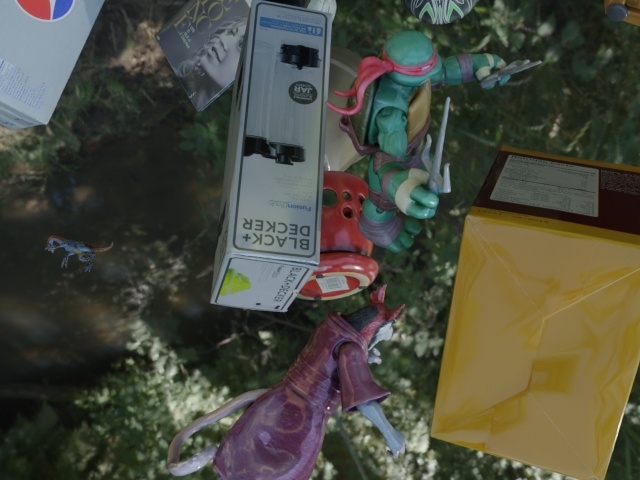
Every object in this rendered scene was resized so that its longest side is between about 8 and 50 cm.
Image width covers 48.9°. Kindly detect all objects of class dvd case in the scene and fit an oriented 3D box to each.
[{"bbox_3d":[-0.182,-0.355,1.229,0.221,0.164,0.018,-33,175,30],"label":"dvd case"}]

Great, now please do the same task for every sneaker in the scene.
[{"bbox_3d":[-0.009,-0.565,1.572,0.212,0.094,0.080,104,11,-57],"label":"sneaker"}]

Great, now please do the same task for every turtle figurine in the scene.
[{"bbox_3d":[0.075,-0.091,0.551,0.175,0.118,0.234,-53,168,-21],"label":"turtle figurine"}]

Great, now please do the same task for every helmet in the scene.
[{"bbox_3d":[0.200,-0.449,1.177,0.169,0.169,0.161,-42,-168,25],"label":"helmet"}]

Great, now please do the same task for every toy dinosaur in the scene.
[{"bbox_3d":[-0.387,0.014,1.106,0.090,0.082,0.047,-32,151,-41],"label":"toy dinosaur"}]

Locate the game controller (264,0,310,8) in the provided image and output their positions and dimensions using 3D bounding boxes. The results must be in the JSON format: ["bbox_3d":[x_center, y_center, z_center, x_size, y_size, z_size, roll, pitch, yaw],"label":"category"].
[{"bbox_3d":[-0.165,-0.502,1.284,0.166,0.319,0.067,-54,-179,42],"label":"game controller"}]

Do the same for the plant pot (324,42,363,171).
[{"bbox_3d":[-0.033,-0.251,1.630,0.323,0.323,0.280,-59,-176,45],"label":"plant pot"}]

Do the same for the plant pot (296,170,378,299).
[{"bbox_3d":[0.000,0.000,1.186,0.191,0.174,0.191,-5,157,-2],"label":"plant pot"}]

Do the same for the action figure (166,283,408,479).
[{"bbox_3d":[-0.019,0.210,1.035,0.276,0.248,0.370,33,89,-17],"label":"action figure"}]

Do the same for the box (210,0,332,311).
[{"bbox_3d":[-0.054,-0.085,0.753,0.087,0.289,0.169,7,159,-12],"label":"box"}]

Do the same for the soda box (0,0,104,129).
[{"bbox_3d":[-0.218,-0.236,0.569,0.091,0.098,0.286,28,78,-36],"label":"soda box"}]

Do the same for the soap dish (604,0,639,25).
[{"bbox_3d":[0.422,-0.319,0.701,0.118,0.229,0.290,-56,160,-22],"label":"soap dish"}]

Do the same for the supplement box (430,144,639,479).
[{"bbox_3d":[0.183,0.046,0.571,0.194,0.129,0.191,-46,144,-59],"label":"supplement box"}]
